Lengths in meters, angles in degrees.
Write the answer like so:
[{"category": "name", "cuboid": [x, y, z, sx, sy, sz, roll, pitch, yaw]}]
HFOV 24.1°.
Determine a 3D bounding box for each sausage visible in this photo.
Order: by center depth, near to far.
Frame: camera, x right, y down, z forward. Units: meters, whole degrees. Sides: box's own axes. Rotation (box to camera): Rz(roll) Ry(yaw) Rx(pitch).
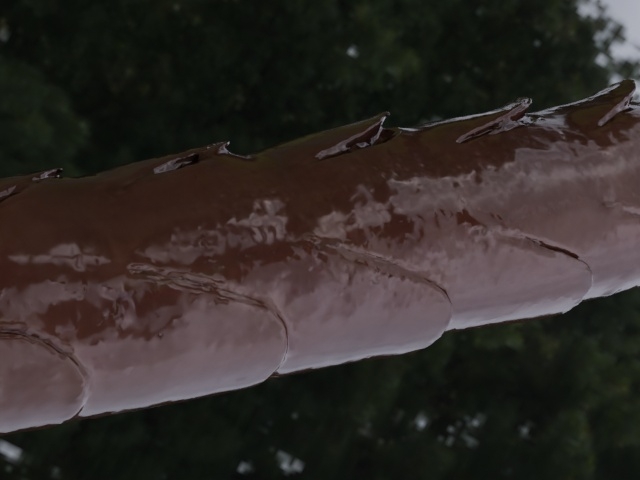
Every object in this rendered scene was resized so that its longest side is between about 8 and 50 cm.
[{"category": "sausage", "cuboid": [0.001, 0.002, 0.513, 0.088, 0.433, 0.087, 30, -54, 54]}]
